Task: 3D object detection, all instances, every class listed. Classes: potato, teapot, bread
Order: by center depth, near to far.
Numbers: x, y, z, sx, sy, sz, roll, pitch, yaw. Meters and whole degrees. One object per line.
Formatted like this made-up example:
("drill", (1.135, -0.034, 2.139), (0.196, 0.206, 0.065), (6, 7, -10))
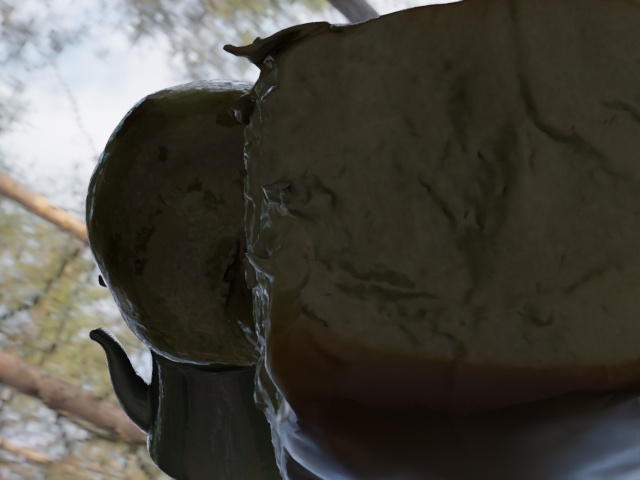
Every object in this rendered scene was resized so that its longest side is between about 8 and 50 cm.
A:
("bread", (0.088, 0.027, 0.895), (0.250, 0.279, 0.225), (-6, -114, 1))
("potato", (0.000, 0.002, 1.317), (0.351, 0.202, 0.218), (12, -82, 7))
("teapot", (-0.062, 0.094, 1.458), (0.239, 0.149, 0.162), (-6, -153, 5))
